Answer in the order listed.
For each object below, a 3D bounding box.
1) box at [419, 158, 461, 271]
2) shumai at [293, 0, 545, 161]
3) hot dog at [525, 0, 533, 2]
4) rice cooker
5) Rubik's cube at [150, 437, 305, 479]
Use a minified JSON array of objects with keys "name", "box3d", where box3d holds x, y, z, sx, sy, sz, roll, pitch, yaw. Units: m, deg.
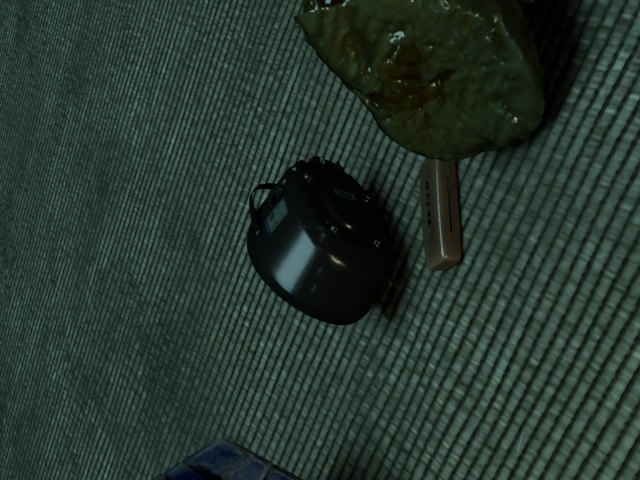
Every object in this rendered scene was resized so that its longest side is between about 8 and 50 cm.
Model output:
[{"name":"box","box3d":[0.117,-0.029,1.752,0.048,0.025,0.115,148,124,-61]},{"name":"shumai","box3d":[0.105,-0.211,1.625,0.189,0.256,0.218,-23,36,26]},{"name":"hot dog","box3d":[0.182,-0.292,1.609,0.099,0.053,0.192,112,154,-47]},{"name":"rice cooker","box3d":[-0.001,0.000,1.883,0.118,0.142,0.203,-57,34,27]},{"name":"Rubik's cube","box3d":[-0.087,0.363,1.855,0.319,0.319,0.264,-112,8,-47]}]
